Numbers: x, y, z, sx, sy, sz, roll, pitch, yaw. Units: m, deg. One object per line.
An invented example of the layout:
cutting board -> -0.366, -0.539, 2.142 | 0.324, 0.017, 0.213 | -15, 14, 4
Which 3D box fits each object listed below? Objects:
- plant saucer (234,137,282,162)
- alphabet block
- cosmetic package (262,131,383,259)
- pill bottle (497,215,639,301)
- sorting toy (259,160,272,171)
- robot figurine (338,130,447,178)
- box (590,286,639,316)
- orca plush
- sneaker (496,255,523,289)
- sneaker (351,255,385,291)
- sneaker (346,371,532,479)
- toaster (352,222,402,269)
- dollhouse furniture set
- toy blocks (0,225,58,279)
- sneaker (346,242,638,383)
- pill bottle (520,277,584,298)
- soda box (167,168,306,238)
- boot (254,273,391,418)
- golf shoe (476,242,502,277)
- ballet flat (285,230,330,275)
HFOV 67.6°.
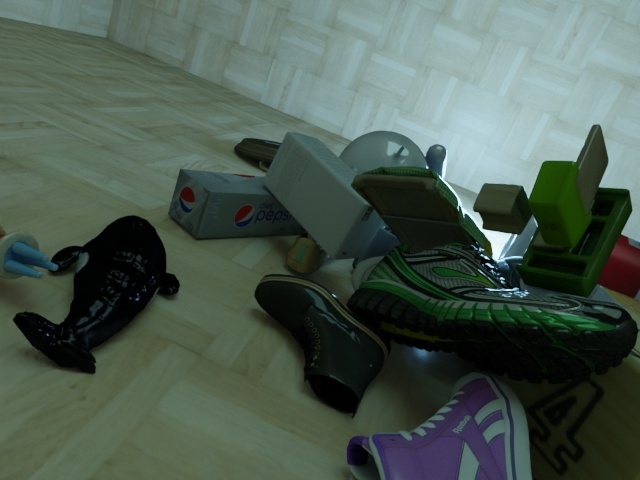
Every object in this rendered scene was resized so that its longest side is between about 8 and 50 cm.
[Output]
plant saucer -> -0.126, -0.274, 1.482 | 0.278, 0.041, 0.278 | 11, 15, -3
alphabet block -> 0.348, 0.202, 0.576 | 0.192, 0.193, 0.197 | 9, 23, -28
cosmetic package -> 0.006, -0.082, 0.841 | 0.085, 0.117, 0.231 | -2, 41, -48
pill bottle -> 0.669, 0.079, 1.183 | 0.408, 0.229, 0.229 | 27, 20, 14
sorting toy -> -0.052, -0.195, 1.419 | 0.208, 0.038, 0.193 | 30, 21, 20
robot figurine -> 0.145, -0.115, 1.072 | 0.200, 0.300, 0.353 | 61, 7, 20
box -> 0.616, 0.243, 0.785 | 0.345, 0.168, 0.215 | 20, 19, -7
orca plush -> -0.246, 0.018, 0.558 | 0.151, 0.102, 0.287 | 22, 20, 0
sneaker -> 0.358, 0.151, 0.885 | 0.139, 0.125, 0.341 | -7, 25, 3
sneaker -> 0.192, 0.102, 0.731 | 0.305, 0.114, 0.152 | 25, -5, 10
sneaker -> 0.114, 0.199, 0.476 | 0.161, 0.102, 0.282 | 21, 19, 8
toaster -> 0.170, 0.041, 0.929 | 0.186, 0.110, 0.168 | 35, 22, 33
dollhouse furniture set -> 0.226, -0.064, 0.664 | 0.301, 0.151, 0.197 | 12, -29, 47
toy blocks -> -0.356, 0.016, 0.474 | 0.148, 0.054, 0.123 | 14, 17, 19
sneaker -> 0.185, 0.064, 0.578 | 0.343, 0.146, 0.134 | 9, -30, 47
pill bottle -> 0.341, 0.103, 0.695 | 0.160, 0.087, 0.087 | 52, -3, -39
soda box -> -0.137, -0.069, 0.918 | 0.098, 0.091, 0.286 | 35, 23, 33
boot -> -0.015, 0.120, 0.591 | 0.198, 0.077, 0.137 | 25, 25, 11
golf shoe -> 0.284, 0.073, 0.870 | 0.077, 0.094, 0.198 | 50, 26, -30
ballet flat -> 0.000, 0.000, 0.910 | 0.080, 0.073, 0.232 | 22, 19, 5
